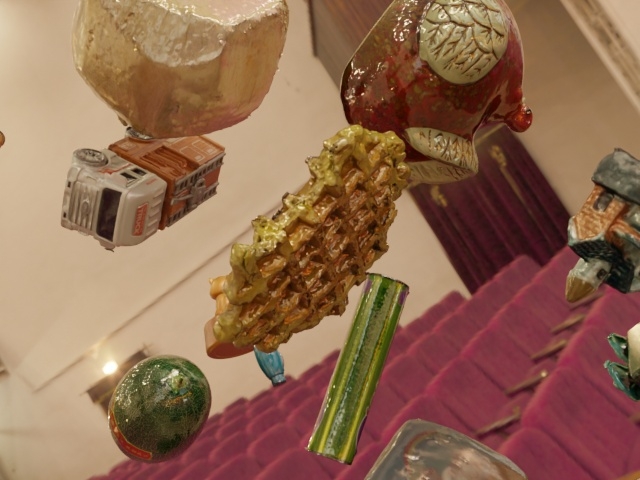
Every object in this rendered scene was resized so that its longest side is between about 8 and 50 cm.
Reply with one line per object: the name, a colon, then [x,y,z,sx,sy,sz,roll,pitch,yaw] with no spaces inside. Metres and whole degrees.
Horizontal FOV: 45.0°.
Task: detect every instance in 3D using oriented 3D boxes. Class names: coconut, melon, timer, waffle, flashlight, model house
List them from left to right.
melon: [-0.295,0.307,1.425,0.182,0.182,0.287,-27,-18,-42]
coconut: [-0.281,-0.371,1.485,0.404,0.404,0.404,-32,-6,-3]
timer: [-0.177,0.137,1.505,0.132,0.152,0.132,-17,-23,-8]
flashlight: [-0.098,0.199,1.367,0.051,0.129,0.051,-22,-21,-8]
waffle: [-0.002,-0.001,0.803,0.291,0.051,0.291,-39,-33,-31]
model house: [0.573,0.016,1.435,0.253,0.184,0.291,28,-77,-38]

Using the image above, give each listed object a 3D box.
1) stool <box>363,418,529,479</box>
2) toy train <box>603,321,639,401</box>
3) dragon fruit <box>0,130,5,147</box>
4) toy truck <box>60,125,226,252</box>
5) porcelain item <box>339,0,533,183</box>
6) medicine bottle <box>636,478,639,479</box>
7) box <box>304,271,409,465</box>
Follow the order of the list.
stool: [0.243,0.576,1.605,0.310,0.310,0.226,-37,-33,-50]
toy train: [0.552,0.212,1.205,0.120,0.194,0.298,-45,-8,22]
dragon fruit: [-0.502,-0.152,0.984,0.208,0.133,0.150,15,-4,-44]
toy truck: [-0.368,-0.123,1.657,0.387,0.207,0.173,-47,-22,-58]
porcelain item: [0.158,-0.192,0.951,0.253,0.253,0.253,-32,-6,-3]
medicine bottle: [0.697,0.638,1.483,0.211,0.211,0.371,-34,9,20]
box: [0.069,0.233,1.432,0.134,0.097,0.345,78,-149,-76]
